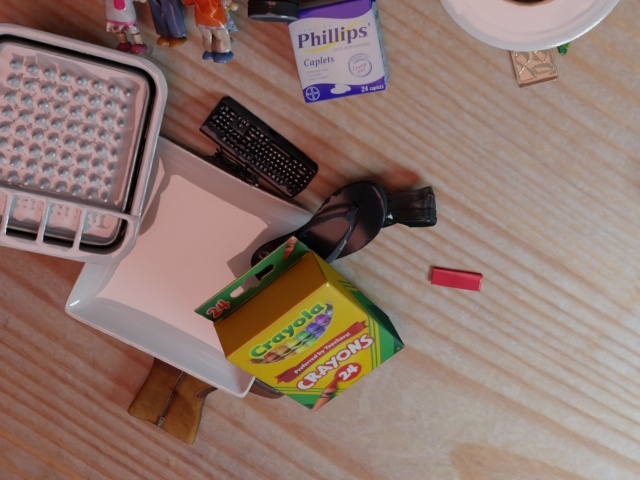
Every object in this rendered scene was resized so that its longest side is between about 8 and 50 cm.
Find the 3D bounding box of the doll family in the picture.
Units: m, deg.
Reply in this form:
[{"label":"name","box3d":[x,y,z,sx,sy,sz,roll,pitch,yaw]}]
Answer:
[{"label":"doll family","box3d":[-0.210,-0.362,1.168,0.262,0.118,0.163,10,127,26]}]

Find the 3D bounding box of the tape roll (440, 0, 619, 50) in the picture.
[{"label":"tape roll","box3d":[0.263,-0.379,1.018,0.246,0.169,0.246,5,119,8]}]

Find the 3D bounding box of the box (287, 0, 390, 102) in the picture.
[{"label":"box","box3d":[0.027,-0.282,1.171,0.126,0.072,0.137,-7,116,14]}]

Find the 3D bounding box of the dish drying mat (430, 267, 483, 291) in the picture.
[{"label":"dish drying mat","box3d":[0.228,0.065,1.354,0.083,0.008,0.032,9,118,8]}]

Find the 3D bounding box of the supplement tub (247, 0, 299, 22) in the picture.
[{"label":"supplement tub","box3d":[-0.060,-0.396,1.077,0.106,0.106,0.198,5,99,8]}]

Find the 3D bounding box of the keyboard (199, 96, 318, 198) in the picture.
[{"label":"keyboard","box3d":[-0.103,-0.134,1.279,0.192,0.038,0.100,36,98,-8]}]

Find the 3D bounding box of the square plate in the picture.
[{"label":"square plate","box3d":[-0.207,0.044,1.359,0.344,0.049,0.347,27,101,-3]}]

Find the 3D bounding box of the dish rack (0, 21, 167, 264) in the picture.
[{"label":"dish rack","box3d":[-0.400,-0.145,1.238,0.285,0.072,0.333,12,106,-13]}]

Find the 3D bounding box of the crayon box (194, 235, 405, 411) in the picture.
[{"label":"crayon box","box3d":[-0.025,0.144,1.293,0.202,0.081,0.318,-38,137,11]}]

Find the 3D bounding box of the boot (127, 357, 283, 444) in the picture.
[{"label":"boot","box3d":[-0.215,0.295,1.515,0.264,0.096,0.280,24,120,-3]}]

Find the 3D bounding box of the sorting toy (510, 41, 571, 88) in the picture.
[{"label":"sorting toy","box3d":[0.320,-0.258,1.160,0.083,0.012,0.062,-12,110,20]}]

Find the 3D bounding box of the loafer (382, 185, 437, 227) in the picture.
[{"label":"loafer","box3d":[0.104,-0.054,1.295,0.170,0.062,0.061,1,79,18]}]

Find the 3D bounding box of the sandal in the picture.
[{"label":"sandal","box3d":[0.000,0.001,1.267,0.254,0.054,0.097,-35,97,20]}]
